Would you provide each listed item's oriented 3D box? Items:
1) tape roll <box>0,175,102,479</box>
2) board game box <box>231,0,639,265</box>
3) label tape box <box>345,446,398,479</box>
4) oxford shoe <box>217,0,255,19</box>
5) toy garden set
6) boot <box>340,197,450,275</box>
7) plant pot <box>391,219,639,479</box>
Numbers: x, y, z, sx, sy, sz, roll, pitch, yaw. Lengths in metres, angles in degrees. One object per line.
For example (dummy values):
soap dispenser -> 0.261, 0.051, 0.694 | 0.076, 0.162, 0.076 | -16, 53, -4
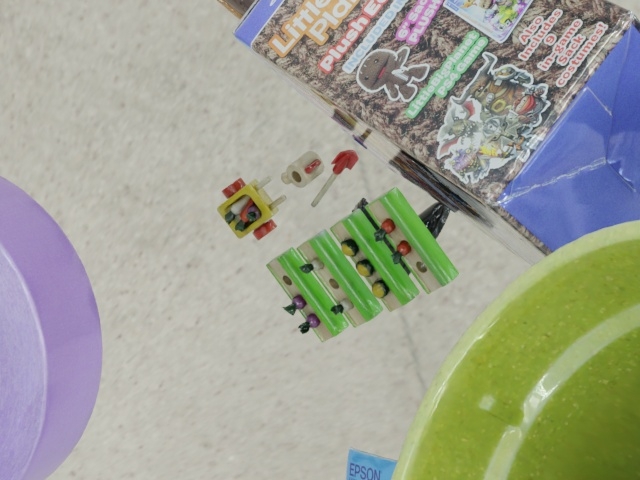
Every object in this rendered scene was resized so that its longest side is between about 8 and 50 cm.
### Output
tape roll -> -0.303, 0.079, 1.014 | 0.274, 0.090, 0.275 | 3, 99, 16
board game box -> 0.121, -0.093, 0.967 | 0.141, 0.291, 0.232 | -53, 136, 1
label tape box -> 0.130, 0.348, 1.102 | 0.115, 0.249, 0.348 | -1, 91, -34
oxford shoe -> 0.002, -0.234, 1.351 | 0.271, 0.098, 0.097 | 23, 90, 2
toy garden set -> 0.000, 0.000, 1.426 | 0.049, 0.244, 0.204 | -39, 95, -36
boot -> 0.086, -0.018, 1.638 | 0.099, 0.121, 0.045 | 30, 31, -6
plant pot -> 0.214, 0.165, 0.707 | 0.254, 0.276, 0.276 | 28, 66, -31
